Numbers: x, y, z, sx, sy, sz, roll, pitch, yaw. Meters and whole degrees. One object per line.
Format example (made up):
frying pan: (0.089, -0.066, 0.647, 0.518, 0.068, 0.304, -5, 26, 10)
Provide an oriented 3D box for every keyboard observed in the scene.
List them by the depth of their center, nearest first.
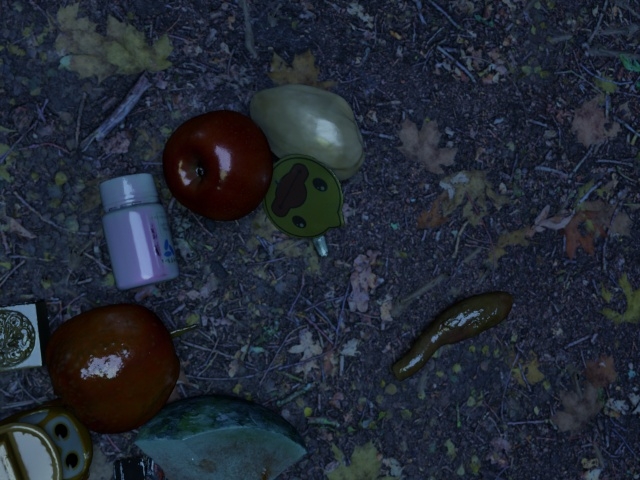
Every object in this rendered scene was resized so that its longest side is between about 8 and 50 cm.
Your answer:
keyboard: (-0.428, 0.620, 1.523, 0.072, 0.023, 0.231, -10, 76, 1)

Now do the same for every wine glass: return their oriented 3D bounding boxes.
wine glass: (0.000, 0.000, 1.704, 0.038, 0.042, 0.083, -20, 93, 23)

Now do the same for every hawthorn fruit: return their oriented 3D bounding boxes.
hawthorn fruit: (-0.420, 0.262, 1.459, 0.330, 0.287, 0.287, -28, 92, -14)

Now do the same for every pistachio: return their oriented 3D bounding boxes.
pistachio: (-0.030, -0.271, 1.646, 0.317, 0.193, 0.214, 26, 96, 4)

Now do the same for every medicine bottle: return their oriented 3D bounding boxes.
medicine bottle: (-0.425, -0.019, 1.546, 0.151, 0.152, 0.255, -12, 87, -14)

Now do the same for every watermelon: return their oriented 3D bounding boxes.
watermelon: (-0.240, 0.494, 1.519, 0.387, 0.228, 0.259, 9, 92, -22)

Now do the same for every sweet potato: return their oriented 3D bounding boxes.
sweet potato: (0.343, 0.231, 1.732, 0.385, 0.109, 0.109, -29, 92, -9)

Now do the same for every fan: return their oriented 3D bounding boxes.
fan: (-0.082, -0.127, 1.637, 0.335, 0.230, 0.011, 35, 34, 7)

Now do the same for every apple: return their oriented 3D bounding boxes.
apple: (-0.239, -0.170, 1.549, 0.260, 0.216, 0.261, 4, 103, 20)

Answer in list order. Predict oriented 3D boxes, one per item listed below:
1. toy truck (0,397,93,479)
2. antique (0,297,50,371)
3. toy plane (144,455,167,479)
toy truck: (-0.637, 0.475, 1.412, 0.287, 0.211, 0.205, -20, 88, -18)
antique: (-0.684, 0.210, 1.465, 0.146, 0.148, 0.152, -7, 89, -12)
toy plane: (-0.382, 0.550, 1.561, 0.060, 0.037, 0.145, 6, 79, -23)
